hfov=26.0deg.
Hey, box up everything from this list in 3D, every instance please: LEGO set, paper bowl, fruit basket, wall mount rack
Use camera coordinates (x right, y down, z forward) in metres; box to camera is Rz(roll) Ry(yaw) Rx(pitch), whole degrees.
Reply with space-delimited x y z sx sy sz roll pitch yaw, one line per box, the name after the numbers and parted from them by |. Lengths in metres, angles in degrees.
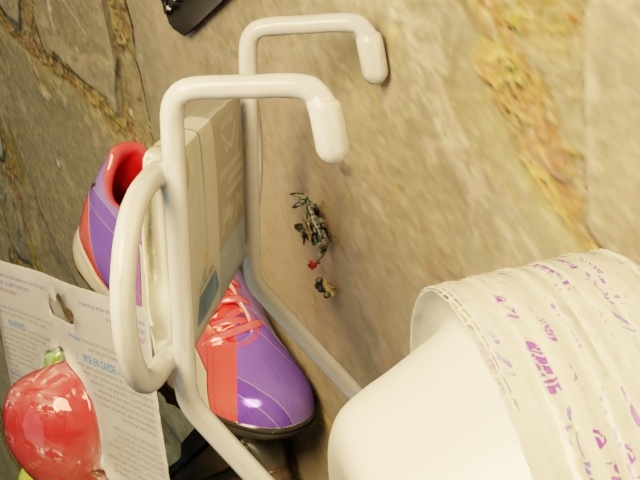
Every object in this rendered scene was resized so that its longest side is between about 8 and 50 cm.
0.000 0.000 0.998 0.054 0.023 0.083 -122 15 -51 | LEGO set
0.094 0.155 0.623 0.284 0.148 0.284 167 90 -82 | paper bowl
-0.178 0.200 1.143 0.327 0.165 0.353 9 104 57 | fruit basket
-0.016 0.034 0.812 0.350 0.131 0.304 -65 -26 -70 | wall mount rack

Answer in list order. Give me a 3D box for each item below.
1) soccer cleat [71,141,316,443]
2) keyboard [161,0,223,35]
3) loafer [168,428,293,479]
-0.107 0.039 1.132 0.318 0.109 0.116 45 131 41 | soccer cleat
-0.090 -0.287 1.031 0.317 0.033 0.201 -23 81 65 | keyboard
-0.092 0.224 1.232 0.084 0.096 0.267 61 151 19 | loafer
